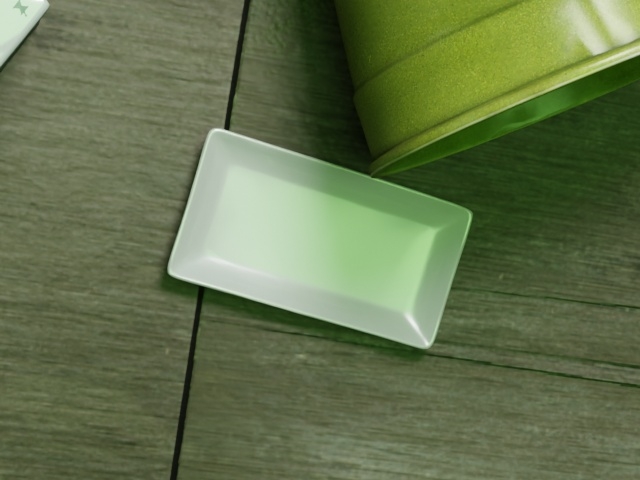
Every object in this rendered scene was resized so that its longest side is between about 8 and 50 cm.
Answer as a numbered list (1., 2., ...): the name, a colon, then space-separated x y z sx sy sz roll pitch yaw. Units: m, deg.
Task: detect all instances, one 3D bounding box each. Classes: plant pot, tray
1. plant pot: 0.147 -0.284 1.342 0.366 0.366 0.353 -22 89 -11
2. tray: 0.000 0.000 1.472 0.270 0.030 0.145 17 90 -14

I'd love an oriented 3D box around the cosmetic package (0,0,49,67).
1. cosmetic package: -0.347 -0.143 1.275 0.138 0.225 0.224 39 85 -14
